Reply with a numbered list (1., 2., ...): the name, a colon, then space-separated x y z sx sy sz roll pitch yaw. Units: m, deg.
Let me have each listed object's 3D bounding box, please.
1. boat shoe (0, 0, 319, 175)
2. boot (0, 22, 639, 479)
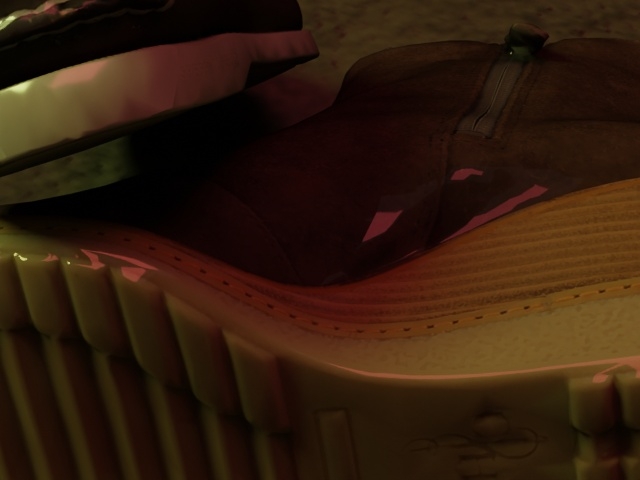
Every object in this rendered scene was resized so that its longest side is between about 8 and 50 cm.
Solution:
1. boat shoe: -0.051 -0.064 0.425 0.081 0.069 0.228 -19 6 6
2. boot: 0.000 0.000 0.442 0.248 0.090 0.207 2 25 4
